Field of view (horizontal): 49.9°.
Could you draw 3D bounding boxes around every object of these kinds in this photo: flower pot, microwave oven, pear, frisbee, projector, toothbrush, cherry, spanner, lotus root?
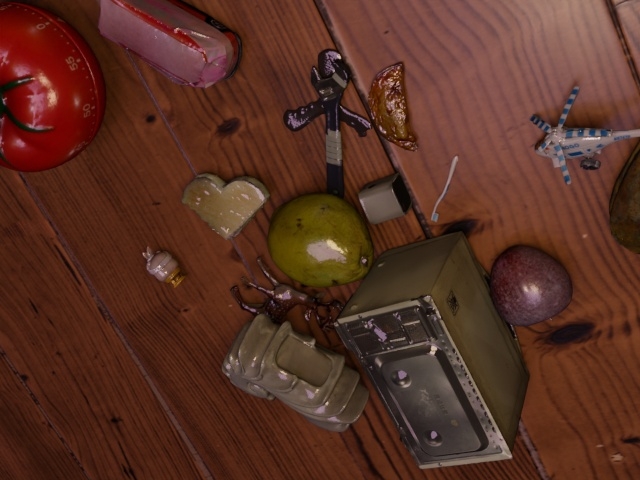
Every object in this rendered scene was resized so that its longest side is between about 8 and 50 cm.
[{"bbox_3d":[-0.054,0.338,1.707,0.368,0.164,0.254,30,148,-4],"label":"flower pot"},{"bbox_3d":[0.247,0.230,1.479,0.247,0.333,0.394,-18,107,33],"label":"microwave oven"},{"bbox_3d":[0.000,0.000,1.525,0.269,0.212,0.212,27,126,40],"label":"pear"},{"bbox_3d":[0.032,-0.290,1.483,0.187,0.012,0.211,32,122,3],"label":"frisbee"},{"bbox_3d":[0.142,-0.090,1.497,0.082,0.083,0.083,-17,107,28],"label":"projector"},{"bbox_3d":[0.266,-0.111,1.480,0.017,0.014,0.162,28,123,24],"label":"toothbrush"},{"bbox_3d":[0.436,0.095,1.441,0.176,0.140,0.176,17,120,31],"label":"cherry"},{"bbox_3d":[0.024,-0.233,1.499,0.087,0.024,0.315,8,120,18],"label":"spanner"},{"bbox_3d":[0.632,-0.097,1.260,0.160,0.152,0.274,16,123,0],"label":"lotus root"}]

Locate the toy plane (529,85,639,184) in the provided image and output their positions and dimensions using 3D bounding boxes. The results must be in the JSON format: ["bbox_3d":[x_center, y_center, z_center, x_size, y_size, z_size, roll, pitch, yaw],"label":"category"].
[{"bbox_3d":[0.511,-0.194,1.254,0.107,0.181,0.273,18,151,-39],"label":"toy plane"}]

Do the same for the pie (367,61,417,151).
[{"bbox_3d":[0.145,-0.269,1.439,0.088,0.033,0.191,-3,114,27],"label":"pie"}]

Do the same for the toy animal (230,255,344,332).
[{"bbox_3d":[-0.086,0.157,1.729,0.260,0.087,0.243,38,137,-5],"label":"toy animal"}]

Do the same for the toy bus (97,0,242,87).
[{"bbox_3d":[-0.324,-0.441,1.477,0.303,0.147,0.127,32,128,6],"label":"toy bus"}]

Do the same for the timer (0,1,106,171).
[{"bbox_3d":[-0.681,-0.349,1.582,0.378,0.279,0.377,8,119,15],"label":"timer"}]

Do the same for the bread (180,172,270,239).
[{"bbox_3d":[-0.216,-0.082,1.656,0.232,0.064,0.172,2,116,23],"label":"bread"}]

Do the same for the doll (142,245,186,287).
[{"bbox_3d":[-0.417,0.070,1.813,0.127,0.073,0.084,44,154,-6],"label":"doll"}]
